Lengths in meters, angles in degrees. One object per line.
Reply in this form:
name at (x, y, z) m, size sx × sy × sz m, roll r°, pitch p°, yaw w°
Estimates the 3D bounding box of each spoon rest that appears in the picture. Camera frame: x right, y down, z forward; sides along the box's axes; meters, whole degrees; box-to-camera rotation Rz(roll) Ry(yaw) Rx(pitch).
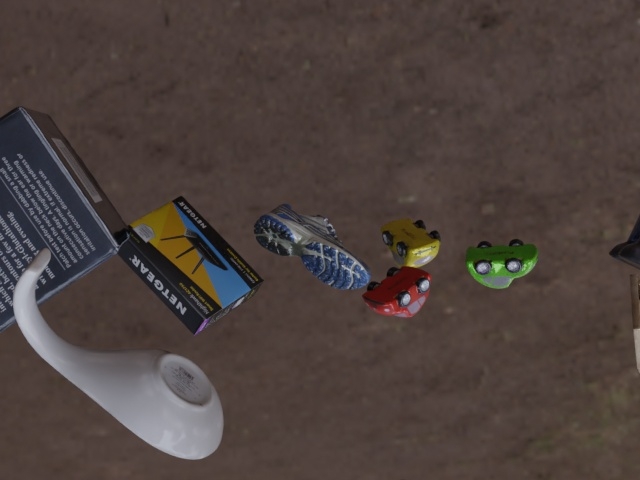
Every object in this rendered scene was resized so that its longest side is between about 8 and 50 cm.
spoon rest at (-0.213, 0.129, 1.509) m, size 0.276 × 0.137 × 0.084 m, roll 42°, pitch 116°, yaw -8°

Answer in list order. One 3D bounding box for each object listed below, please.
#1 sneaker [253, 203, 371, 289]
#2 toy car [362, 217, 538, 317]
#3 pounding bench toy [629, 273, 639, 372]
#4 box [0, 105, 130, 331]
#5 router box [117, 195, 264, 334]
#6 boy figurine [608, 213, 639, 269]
sneaker at (0.000, 0.000, 1.526) m, size 0.135 × 0.058 × 0.052 m, roll 31°, pitch 136°, yaw 9°
toy car at (0.181, 0.040, 1.933) m, size 0.225 × 0.239 × 0.053 m, roll -2°, pitch 118°, yaw 11°
pounding bench toy at (0.269, 0.068, 1.081) m, size 0.065 × 0.052 × 0.083 m, roll -4°, pitch 139°, yaw 13°
box at (-0.460, 0.028, 1.795) m, size 0.395 × 0.212 × 0.293 m, roll -34°, pitch -174°, yaw -2°
router box at (-0.187, 0.034, 2.034) m, size 0.133 × 0.179 × 0.046 m, roll -34°, pitch 165°, yaw -45°
boy figurine at (0.365, -0.098, 1.358) m, size 0.092 × 0.285 × 0.177 m, roll 25°, pitch 179°, yaw 2°
